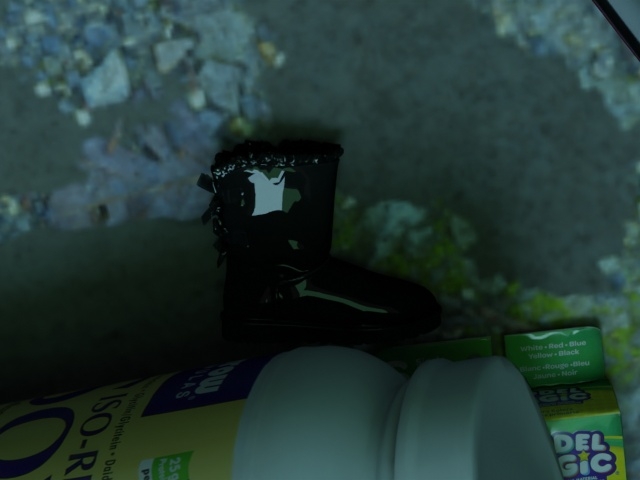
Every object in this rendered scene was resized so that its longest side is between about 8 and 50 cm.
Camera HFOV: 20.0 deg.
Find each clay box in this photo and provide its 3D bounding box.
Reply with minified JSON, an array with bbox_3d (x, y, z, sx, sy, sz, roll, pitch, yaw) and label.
[{"bbox_3d":[0.099,0.160,0.956,0.127,0.053,0.222,-7,109,3],"label":"clay box"}]

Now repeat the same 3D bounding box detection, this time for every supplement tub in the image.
[{"bbox_3d":[-0.059,0.180,0.832,0.331,0.241,0.241,-12,109,17],"label":"supplement tub"}]

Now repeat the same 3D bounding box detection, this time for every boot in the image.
[{"bbox_3d":[0.000,0.000,0.909,0.121,0.045,0.099,-1,105,0],"label":"boot"}]

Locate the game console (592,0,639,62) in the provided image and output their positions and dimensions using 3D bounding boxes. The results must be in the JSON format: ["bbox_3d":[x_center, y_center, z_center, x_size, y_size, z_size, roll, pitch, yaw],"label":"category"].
[{"bbox_3d":[0.348,-0.149,0.854,0.386,0.060,0.342,-38,105,11],"label":"game console"}]
